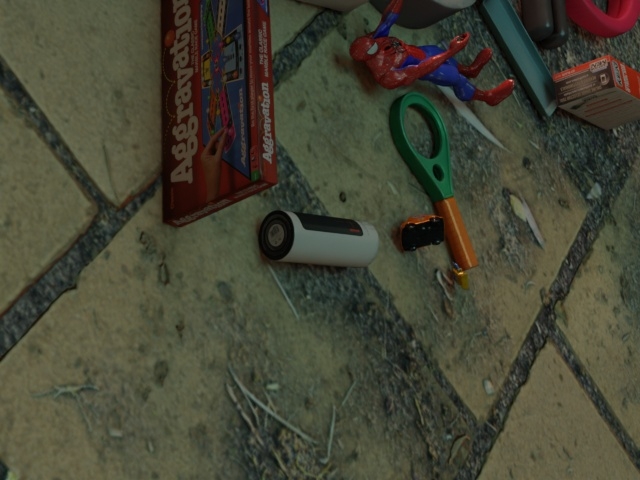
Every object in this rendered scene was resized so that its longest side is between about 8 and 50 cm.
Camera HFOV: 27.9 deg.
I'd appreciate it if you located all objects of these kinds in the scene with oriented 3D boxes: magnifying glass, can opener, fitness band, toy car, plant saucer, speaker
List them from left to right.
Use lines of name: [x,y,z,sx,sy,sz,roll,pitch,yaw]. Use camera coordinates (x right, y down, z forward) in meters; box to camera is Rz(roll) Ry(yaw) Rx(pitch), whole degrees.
speaker: [0.000,0.000,1.386,0.136,0.055,0.055,7,70,-46]
toy car: [0.131,0.016,1.552,0.122,0.060,0.040,64,-6,-32]
magnifying glass: [0.146,-0.074,1.598,0.092,0.026,0.231,-17,88,-49]
plant saucer: [0.284,-0.267,1.834,0.192,0.018,0.067,56,42,-14]
can opener: [0.341,-0.425,1.900,0.076,0.095,0.284,18,62,-42]
fitness band: [0.431,-0.449,2.047,0.209,0.054,0.291,35,50,-30]

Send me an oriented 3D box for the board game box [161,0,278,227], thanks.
board game box: [-0.104,-0.166,1.270,0.027,0.145,0.281,14,64,-41]

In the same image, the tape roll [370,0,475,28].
tape roll: [0.118,-0.387,1.660,0.219,0.072,0.219,21,60,-42]

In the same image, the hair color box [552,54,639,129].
hair color box: [0.420,-0.214,1.889,0.167,0.093,0.053,12,66,-54]

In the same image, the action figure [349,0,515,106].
action figure: [0.152,-0.244,1.589,0.280,0.139,0.091,-1,50,-45]

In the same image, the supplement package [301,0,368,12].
supplement package: [0.013,-0.411,1.501,0.133,0.139,0.244,4,73,-42]
